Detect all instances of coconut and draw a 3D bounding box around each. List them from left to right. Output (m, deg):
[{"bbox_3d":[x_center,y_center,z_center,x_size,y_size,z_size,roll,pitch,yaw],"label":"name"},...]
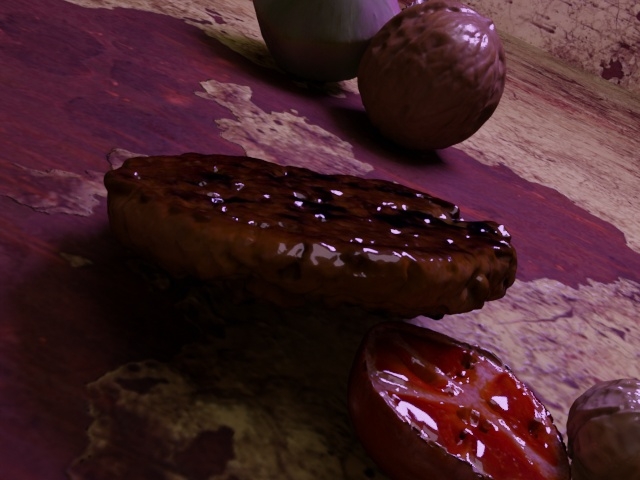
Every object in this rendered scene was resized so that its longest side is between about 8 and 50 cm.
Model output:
[{"bbox_3d":[0.005,-0.350,1.107,0.204,0.236,0.236,-27,45,-9],"label":"coconut"}]

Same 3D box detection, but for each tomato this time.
[{"bbox_3d":[0.076,0.122,0.474,0.155,0.069,0.156,25,22,-11],"label":"tomato"}]

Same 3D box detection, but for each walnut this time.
[{"bbox_3d":[0.159,-0.230,1.041,0.213,0.213,0.213,20,27,-10],"label":"walnut"}]

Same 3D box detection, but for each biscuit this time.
[{"bbox_3d":[-0.003,-0.001,0.574,0.289,0.081,0.334,22,15,40],"label":"biscuit"}]

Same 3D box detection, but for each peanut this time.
[{"bbox_3d":[0.204,0.139,0.488,0.080,0.080,0.174,42,-8,30],"label":"peanut"}]

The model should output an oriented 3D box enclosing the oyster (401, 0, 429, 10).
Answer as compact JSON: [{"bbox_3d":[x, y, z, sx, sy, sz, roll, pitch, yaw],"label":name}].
[{"bbox_3d":[0.207,-0.364,1.416,0.197,0.133,0.337,34,30,14],"label":"oyster"}]
